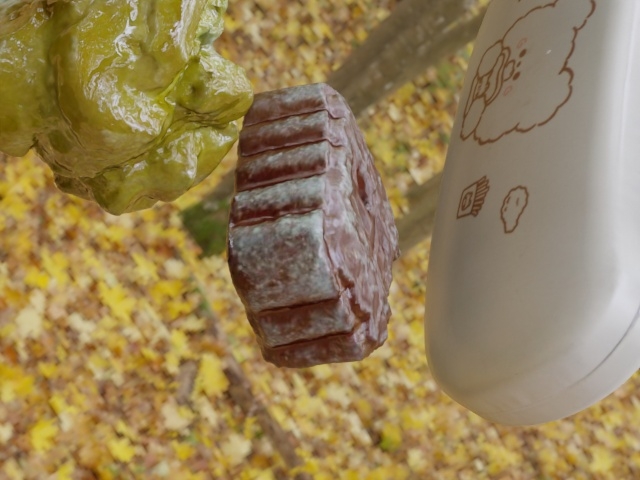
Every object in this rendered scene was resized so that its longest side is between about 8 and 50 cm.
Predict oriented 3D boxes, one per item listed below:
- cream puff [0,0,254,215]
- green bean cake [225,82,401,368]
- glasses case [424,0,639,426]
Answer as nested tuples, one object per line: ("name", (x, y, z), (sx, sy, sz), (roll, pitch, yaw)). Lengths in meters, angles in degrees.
("cream puff", (-0.136, -0.104, 0.801), (0.194, 0.195, 0.221), (38, 10, -30))
("green bean cake", (0.000, 0.000, 1.020), (0.233, 0.097, 0.199), (-86, 161, -49))
("glasses case", (0.075, -0.035, 0.376), (0.049, 0.074, 0.193), (34, 52, -26))
